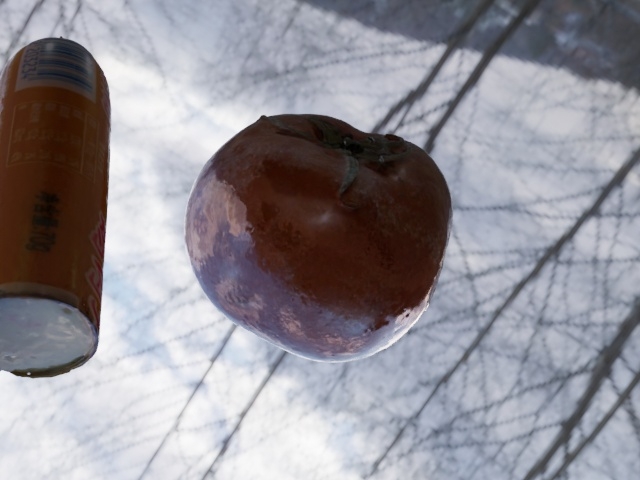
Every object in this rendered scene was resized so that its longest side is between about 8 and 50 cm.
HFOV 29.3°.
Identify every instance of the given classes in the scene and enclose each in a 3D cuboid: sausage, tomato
[{"bbox_3d":[-0.153,-0.037,0.682,0.071,0.071,0.234,23,-139,-28],"label":"sausage"},{"bbox_3d":[-0.004,-0.001,1.015,0.232,0.188,0.232,11,-160,-4],"label":"tomato"}]
